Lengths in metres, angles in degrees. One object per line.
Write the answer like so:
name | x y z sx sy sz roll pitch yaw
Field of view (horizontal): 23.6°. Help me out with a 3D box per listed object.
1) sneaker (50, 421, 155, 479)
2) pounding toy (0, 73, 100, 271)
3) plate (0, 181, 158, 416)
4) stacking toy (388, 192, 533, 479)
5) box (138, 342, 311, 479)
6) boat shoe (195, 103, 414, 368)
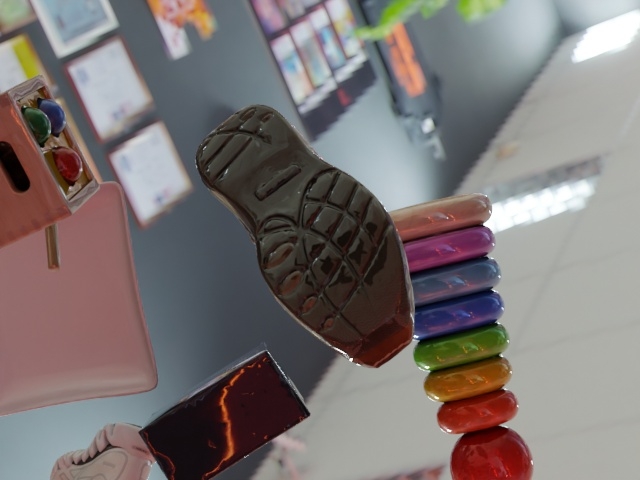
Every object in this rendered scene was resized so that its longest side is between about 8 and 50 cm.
sneaker | -0.318 0.354 2.160 0.292 0.110 0.118 -44 -151 52
pounding toy | -0.265 -0.064 1.493 0.094 0.181 0.206 -25 -170 10
plate | -0.352 0.080 2.037 0.277 0.278 0.045 -12 178 21
stacking toy | 0.148 0.122 1.638 0.141 0.330 0.141 -13 177 -1
box | -0.118 0.218 1.913 0.184 0.103 0.261 -35 180 -4
boat shoe | 0.000 0.000 1.380 0.122 0.120 0.324 -34 -135 0
